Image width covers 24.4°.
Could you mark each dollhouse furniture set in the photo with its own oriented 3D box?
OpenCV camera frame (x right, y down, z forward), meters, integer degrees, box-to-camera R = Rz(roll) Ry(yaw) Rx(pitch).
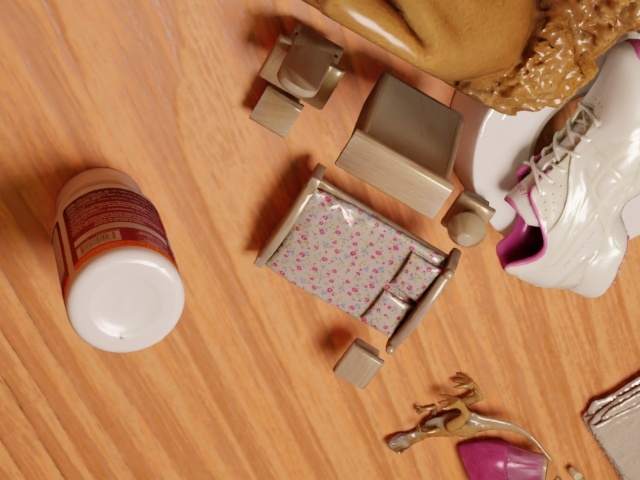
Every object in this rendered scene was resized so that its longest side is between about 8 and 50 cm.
[{"bbox_3d":[0.000,0.000,1.613,0.303,0.174,0.355,30,119,-5],"label":"dollhouse furniture set"}]

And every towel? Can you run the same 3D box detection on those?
[{"bbox_3d":[0.485,0.277,2.014,0.187,0.049,0.282,-32,124,4],"label":"towel"}]

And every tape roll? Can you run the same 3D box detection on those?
[{"bbox_3d":[0.294,-0.126,1.702,0.286,0.100,0.286,-7,120,-12],"label":"tape roll"}]

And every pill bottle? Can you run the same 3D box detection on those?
[{"bbox_3d":[-0.219,0.014,1.559,0.121,0.221,0.121,-7,120,-12],"label":"pill bottle"}]

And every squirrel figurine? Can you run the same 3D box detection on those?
[{"bbox_3d":[0.183,-0.335,1.454,0.397,0.281,0.370,27,98,-17],"label":"squirrel figurine"}]

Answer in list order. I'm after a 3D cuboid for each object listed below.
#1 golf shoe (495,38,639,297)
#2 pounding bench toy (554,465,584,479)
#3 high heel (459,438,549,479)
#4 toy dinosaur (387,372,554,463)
[{"bbox_3d":[0.282,-0.074,1.605,0.140,0.115,0.306,4,116,-14],"label":"golf shoe"},{"bbox_3d":[0.353,0.351,2.013,0.065,0.052,0.083,16,113,-24],"label":"pounding bench toy"},{"bbox_3d":[0.237,0.366,1.989,0.117,0.082,0.244,10,133,11],"label":"high heel"},{"bbox_3d":[0.191,0.232,1.897,0.212,0.064,0.112,-3,128,7],"label":"toy dinosaur"}]
